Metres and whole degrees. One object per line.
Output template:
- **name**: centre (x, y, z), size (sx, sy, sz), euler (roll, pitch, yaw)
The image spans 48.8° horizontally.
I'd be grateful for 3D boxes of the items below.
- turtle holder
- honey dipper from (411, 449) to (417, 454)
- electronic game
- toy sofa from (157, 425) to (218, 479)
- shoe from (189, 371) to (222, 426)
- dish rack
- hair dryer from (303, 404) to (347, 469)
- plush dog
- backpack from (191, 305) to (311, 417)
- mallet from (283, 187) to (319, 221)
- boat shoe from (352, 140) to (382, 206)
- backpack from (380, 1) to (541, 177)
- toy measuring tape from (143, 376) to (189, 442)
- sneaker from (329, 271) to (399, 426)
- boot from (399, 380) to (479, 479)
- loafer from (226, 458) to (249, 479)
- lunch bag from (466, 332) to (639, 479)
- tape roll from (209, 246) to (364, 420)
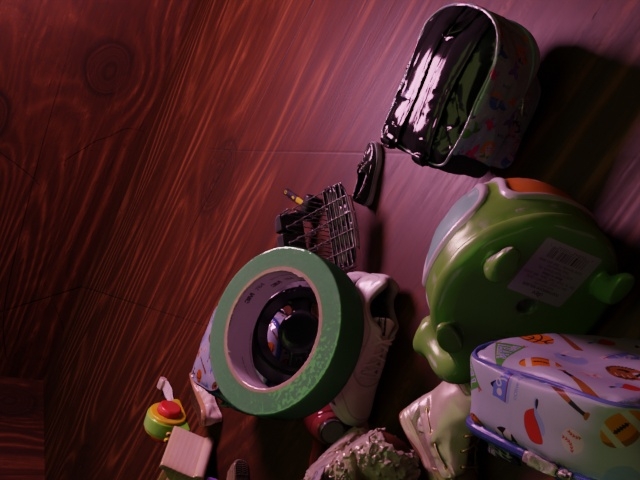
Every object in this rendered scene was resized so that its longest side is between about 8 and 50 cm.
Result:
- **turtle holder**: centre (0.258, 0.061, 0.979), size (0.227, 0.243, 0.320), euler (-96, 2, -53)
- **honey dipper**: centre (0.178, 0.338, 1.158), size (0.161, 0.030, 0.030), euler (-48, 40, 36)
- **electronic game**: centre (-0.041, 0.190, 1.439), size (0.048, 0.229, 0.229), euler (67, -161, -63)
- **toy sofa**: centre (-0.386, 0.687, 1.868), size (0.362, 0.177, 0.150), euler (-61, 9, 24)
- **shoe**: centre (-0.318, 0.433, 1.928), size (0.219, 0.058, 0.077), euler (-129, 39, -58)
- **dish rack**: centre (0.000, 0.000, 1.528), size (0.271, 0.074, 0.208), euler (-27, 68, 48)
- **hair dryer**: centre (-0.012, 0.410, 1.386), size (0.223, 0.080, 0.293), euler (123, 153, -44)
- **plush dog**: centre (0.073, 0.438, 1.111), size (0.225, 0.210, 0.262), euler (53, 161, 5)
- **backpack**: centre (-0.144, 0.264, 1.567), size (0.263, 0.213, 0.277), euler (13, 86, 49)
- **mallet**: centre (-0.056, -0.089, 1.725), size (0.189, 0.039, 0.062), euler (23, 100, 64)
- **boat shoe**: centre (0.097, -0.143, 1.481), size (0.049, 0.040, 0.142), euler (-5, 74, 58)
- **backpack**: centre (0.236, -0.245, 1.143), size (0.225, 0.191, 0.254), euler (42, 121, 54)
- **toy measuring tape**: centre (-0.479, 0.502, 2.099), size (0.330, 0.121, 0.121), euler (43, 114, 57)
- **sneaker**: centre (0.083, 0.198, 1.311), size (0.118, 0.110, 0.292), euler (-8, 71, 48)
- **boot**: centre (0.227, 0.295, 1.049), size (0.165, 0.077, 0.213), euler (-49, 51, 22)
- **loafer**: centre (-0.196, 0.592, 1.654), size (0.050, 0.056, 0.148), euler (-44, 33, 43)
- **lunch bag**: centre (0.314, 0.174, 0.727), size (0.243, 0.303, 0.115), euler (13, 102, 59)
- **tape roll**: centre (-0.071, 0.173, 1.335), size (0.321, 0.077, 0.321), euler (-16, 63, 34)
